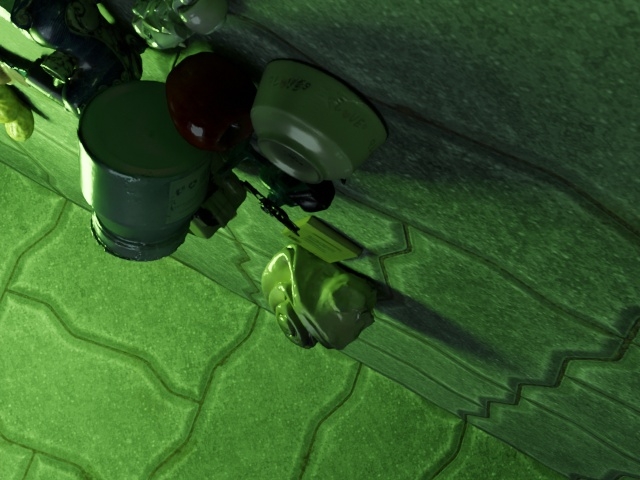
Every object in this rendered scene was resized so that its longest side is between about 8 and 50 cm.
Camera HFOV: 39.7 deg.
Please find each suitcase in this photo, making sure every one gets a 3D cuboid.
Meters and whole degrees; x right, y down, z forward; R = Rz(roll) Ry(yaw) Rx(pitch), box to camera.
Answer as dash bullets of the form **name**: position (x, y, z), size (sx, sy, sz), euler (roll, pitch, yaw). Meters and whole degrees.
- **suitcase**: position (-0.361, -0.185, 1.994), size (0.339, 0.194, 0.351), euler (18, 153, 50)

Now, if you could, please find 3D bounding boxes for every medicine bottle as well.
- **medicine bottle**: position (-0.333, -0.118, 1.666), size (0.245, 0.245, 0.290), euler (29, 142, 6)

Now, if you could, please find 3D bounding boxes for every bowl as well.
- **bowl**: position (-0.021, -0.180, 1.466), size (0.238, 0.126, 0.238), euler (30, 165, 9)

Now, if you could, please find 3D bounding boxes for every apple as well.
- **apple**: position (-0.191, -0.244, 1.525), size (0.158, 0.156, 0.147), euler (51, 174, 15)

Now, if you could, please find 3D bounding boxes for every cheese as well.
- **cheese**: position (-0.844, -0.451, 2.294), size (0.286, 0.074, 0.189), euler (20, 164, 22)

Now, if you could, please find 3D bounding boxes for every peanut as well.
- **peanut**: position (-0.915, -0.381, 2.616), size (0.098, 0.103, 0.229), euler (38, 168, 26)

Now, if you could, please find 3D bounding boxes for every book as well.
- **book**: position (0.000, 0.000, 2.245), size (0.161, 0.026, 0.231), euler (33, 166, -13)

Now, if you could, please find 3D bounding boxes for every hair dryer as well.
- **hair dryer**: position (-0.617, -0.391, 2.073), size (0.124, 0.071, 0.219), euler (35, 159, -16)

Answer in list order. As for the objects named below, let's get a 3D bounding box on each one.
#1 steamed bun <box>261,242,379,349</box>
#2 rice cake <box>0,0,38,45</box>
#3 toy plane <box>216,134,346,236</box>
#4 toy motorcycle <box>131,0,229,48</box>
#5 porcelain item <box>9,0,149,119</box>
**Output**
- **steamed bun**: position (-0.022, 0.184, 2.494), size (0.346, 0.237, 0.394), euler (39, 164, -30)
- **rice cake**: position (-0.673, -0.499, 1.823), size (0.290, 0.051, 0.081), euler (36, 156, -18)
- **toy plane**: position (-0.081, -0.126, 1.730), size (0.106, 0.155, 0.382), euler (42, 179, -41)
- **toy motorcycle**: position (-0.227, -0.338, 1.361), size (0.112, 0.112, 0.254), euler (39, 165, -32)
- **porcelain item**: position (-0.447, -0.350, 1.615), size (0.138, 0.186, 0.288), euler (22, 163, 36)
